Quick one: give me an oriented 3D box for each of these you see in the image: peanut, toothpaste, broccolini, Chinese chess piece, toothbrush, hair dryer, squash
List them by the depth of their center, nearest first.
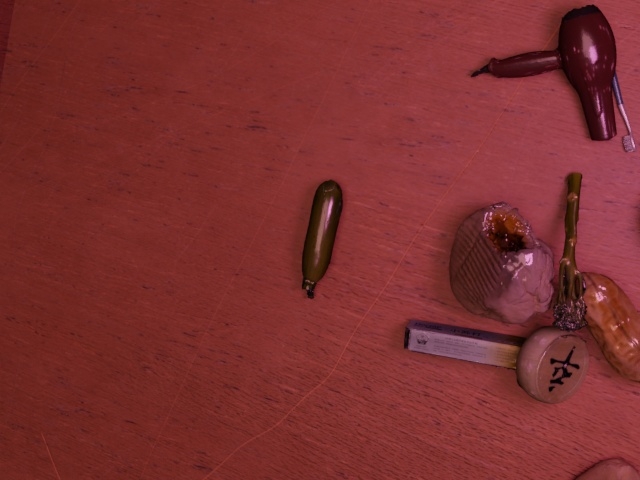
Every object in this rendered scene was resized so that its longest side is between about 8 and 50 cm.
[{"bbox_3d":[0.699,0.202,1.643,0.147,0.147,0.305,-36,83,17],"label":"peanut"},{"bbox_3d":[0.587,0.027,1.643,0.079,0.074,0.392,19,65,-13],"label":"broccolini"},{"bbox_3d":[0.705,-0.342,1.664,0.025,0.019,0.275,-14,90,26],"label":"toothbrush"},{"bbox_3d":[0.558,0.298,1.682,0.083,0.188,0.188,23,105,59],"label":"Chinese chess piece"},{"bbox_3d":[0.534,-0.381,1.690,0.340,0.123,0.312,-4,104,28],"label":"hair dryer"},{"bbox_3d":[0.371,0.265,1.783,0.313,0.089,0.071,8,104,16],"label":"toothpaste"},{"bbox_3d":[-0.002,-0.001,1.881,0.087,0.087,0.331,15,100,16],"label":"squash"}]

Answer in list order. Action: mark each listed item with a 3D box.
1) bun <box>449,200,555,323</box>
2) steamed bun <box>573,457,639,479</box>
[{"bbox_3d":[0.447,0.069,1.678,0.205,0.281,0.281,11,100,-24],"label":"bun"},{"bbox_3d":[0.694,0.639,1.702,0.231,0.110,0.212,12,97,14],"label":"steamed bun"}]
